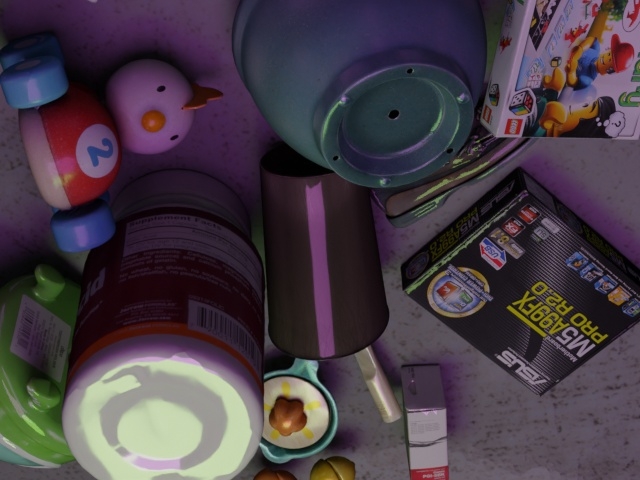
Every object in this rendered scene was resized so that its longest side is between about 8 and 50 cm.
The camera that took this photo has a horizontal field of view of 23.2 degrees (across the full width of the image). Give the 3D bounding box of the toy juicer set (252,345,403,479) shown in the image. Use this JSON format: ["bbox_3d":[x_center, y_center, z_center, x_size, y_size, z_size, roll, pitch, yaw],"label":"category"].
[{"bbox_3d":[-0.014,0.257,2.122,0.329,0.089,0.209,-41,99,21],"label":"toy juicer set"}]

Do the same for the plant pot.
[{"bbox_3d":[0.062,-0.184,1.740,0.293,0.196,0.293,-9,134,-9],"label":"plant pot"}]

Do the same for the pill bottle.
[{"bbox_3d":[-0.177,0.095,1.846,0.224,0.392,0.224,-1,124,-1],"label":"pill bottle"}]

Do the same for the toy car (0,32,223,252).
[{"bbox_3d":[-0.227,-0.140,1.813,0.238,0.210,0.219,-18,113,-5],"label":"toy car"}]

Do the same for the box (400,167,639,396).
[{"bbox_3d":[0.274,0.060,2.040,0.270,0.060,0.216,38,115,-24],"label":"box"}]

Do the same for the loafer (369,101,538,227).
[{"bbox_3d":[0.168,-0.114,1.899,0.267,0.096,0.084,-36,113,23],"label":"loafer"}]

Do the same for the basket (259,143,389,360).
[{"bbox_3d":[0.000,0.000,1.927,0.154,0.204,0.227,-2,114,8],"label":"basket"}]

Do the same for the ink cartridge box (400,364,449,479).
[{"bbox_3d":[0.144,0.252,2.144,0.056,0.099,0.135,-5,125,1],"label":"ink cartridge box"}]

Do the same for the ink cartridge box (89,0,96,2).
[{"bbox_3d":[-0.319,-0.458,1.656,0.324,0.071,0.330,22,122,-16],"label":"ink cartridge box"}]

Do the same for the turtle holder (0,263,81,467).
[{"bbox_3d":[-0.354,0.179,2.023,0.227,0.243,0.320,-23,164,31],"label":"turtle holder"}]

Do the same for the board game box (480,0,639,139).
[{"bbox_3d":[0.305,-0.261,1.755,0.193,0.053,0.305,-1,119,-21],"label":"board game box"}]
